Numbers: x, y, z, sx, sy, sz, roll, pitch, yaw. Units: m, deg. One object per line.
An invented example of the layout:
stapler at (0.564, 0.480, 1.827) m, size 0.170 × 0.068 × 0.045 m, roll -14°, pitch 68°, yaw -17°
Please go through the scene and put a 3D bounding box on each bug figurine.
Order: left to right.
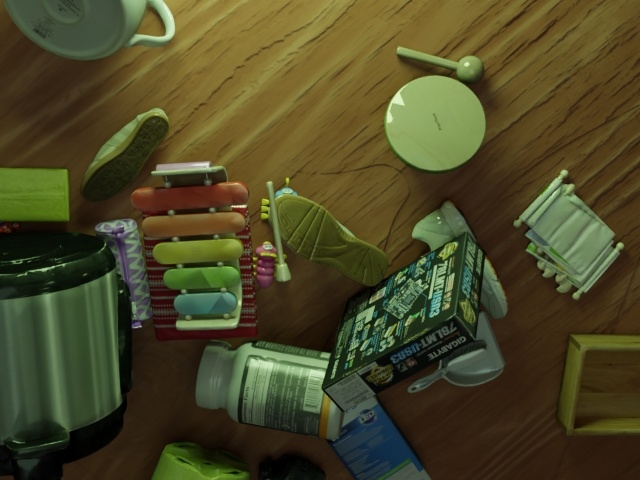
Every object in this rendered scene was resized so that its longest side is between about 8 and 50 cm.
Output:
bug figurine at (-0.160, -0.010, 1.785) m, size 0.279 × 0.072 × 0.216 m, roll -2°, pitch 108°, yaw -7°

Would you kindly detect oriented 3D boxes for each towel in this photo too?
towel at (-0.579, -0.083, 1.730) m, size 0.237 × 0.021 × 0.102 m, roll 0°, pitch 104°, yaw -8°
towel at (-0.221, 0.063, 1.758) m, size 0.198 × 0.031 × 0.275 m, roll -2°, pitch 112°, yaw 0°

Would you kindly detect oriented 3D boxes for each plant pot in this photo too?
plant pot at (-0.254, 0.545, 1.867) m, size 0.276 × 0.276 × 0.254 m, roll 15°, pitch 94°, yaw -12°

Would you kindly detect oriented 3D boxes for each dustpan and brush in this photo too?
dustpan and brush at (0.268, 0.252, 1.930) m, size 0.211 × 0.060 × 0.147 m, roll -24°, pitch 109°, yaw 0°

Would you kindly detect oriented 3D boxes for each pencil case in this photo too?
pencil case at (-0.367, 0.062, 1.772) m, size 0.086 × 0.088 × 0.206 m, roll -11°, pitch 108°, yaw -6°

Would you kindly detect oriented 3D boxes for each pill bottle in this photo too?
pill bottle at (-0.088, 0.278, 1.817) m, size 0.278 × 0.162 × 0.162 m, roll 9°, pitch 107°, yaw 7°

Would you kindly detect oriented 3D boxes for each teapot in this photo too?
teapot at (-0.388, -0.435, 1.571) m, size 0.252 × 0.187 × 0.256 m, roll 5°, pitch 135°, yaw 10°

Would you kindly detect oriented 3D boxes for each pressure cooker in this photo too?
pressure cooker at (-0.521, 0.213, 1.628) m, size 0.375 × 0.370 × 0.420 m, roll 2°, pitch 102°, yaw 19°

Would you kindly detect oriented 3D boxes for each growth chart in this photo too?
growth chart at (0.495, -0.003, 1.902) m, size 0.172 × 0.021 × 0.237 m, roll -42°, pitch 108°, yaw 7°

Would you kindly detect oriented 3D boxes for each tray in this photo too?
tray at (0.715, 0.304, 2.001) m, size 0.410 × 0.076 × 0.203 m, roll 1°, pitch 107°, yaw -9°

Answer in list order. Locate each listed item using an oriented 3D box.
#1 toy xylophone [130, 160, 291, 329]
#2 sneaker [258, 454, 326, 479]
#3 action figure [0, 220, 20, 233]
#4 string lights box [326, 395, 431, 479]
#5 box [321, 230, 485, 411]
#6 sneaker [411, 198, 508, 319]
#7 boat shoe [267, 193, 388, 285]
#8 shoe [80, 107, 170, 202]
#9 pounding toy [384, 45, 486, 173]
toy xylophone at (-0.184, 0.001, 1.665) m, size 0.236 × 0.081 × 0.323 m, roll -10°, pitch 111°, yaw 10°
sneaker at (-0.106, 0.535, 1.959) m, size 0.130 × 0.087 × 0.227 m, roll 38°, pitch 96°, yaw -15°
action figure at (-0.609, -0.013, 1.748) m, size 0.115 × 0.030 × 0.038 m, roll -18°, pitch 104°, yaw -4°
string lights box at (0.102, 0.417, 1.952) m, size 0.133 × 0.077 × 0.260 m, roll -32°, pitch 109°, yaw 3°
box at (0.154, 0.141, 1.714) m, size 0.293 × 0.295 × 0.073 m, roll -31°, pitch 109°, yaw 25°
sneaker at (0.271, 0.053, 1.860) m, size 0.121 × 0.099 × 0.262 m, roll -29°, pitch 101°, yaw 10°
boat shoe at (0.000, 0.000, 1.781) m, size 0.277 × 0.096 × 0.098 m, roll 34°, pitch 84°, yaw -29°
shoe at (-0.355, -0.156, 1.727) m, size 0.219 × 0.058 × 0.076 m, roll -44°, pitch 128°, yaw 11°
pounding toy at (0.210, -0.226, 1.766) m, size 0.183 × 0.110 × 0.237 m, roll 6°, pitch 77°, yaw 2°
